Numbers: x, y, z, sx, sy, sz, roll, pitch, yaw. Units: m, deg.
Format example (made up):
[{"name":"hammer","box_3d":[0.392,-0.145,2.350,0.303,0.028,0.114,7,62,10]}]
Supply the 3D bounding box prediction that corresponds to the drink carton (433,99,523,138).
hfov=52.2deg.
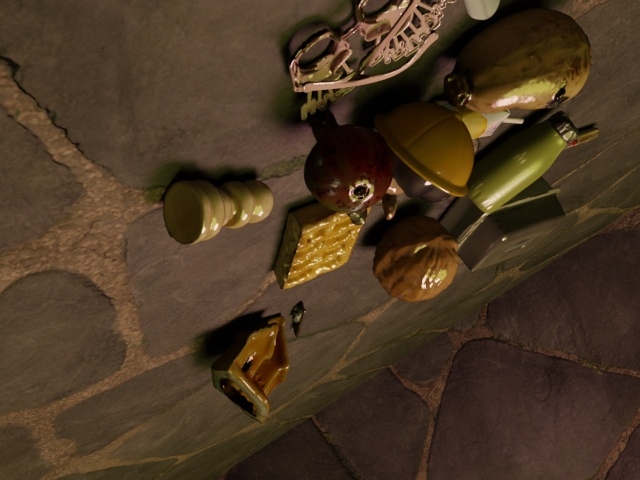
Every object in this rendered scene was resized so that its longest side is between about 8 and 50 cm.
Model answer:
[{"name":"drink carton","box_3d":[0.277,-0.222,1.162,0.199,0.075,0.084,-18,156,-32]}]

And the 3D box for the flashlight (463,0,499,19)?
[{"name":"flashlight","box_3d":[0.187,-0.335,0.811,0.200,0.047,0.093,9,97,-67]}]

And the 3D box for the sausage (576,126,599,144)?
[{"name":"sausage","box_3d":[0.596,-0.240,1.602,0.269,0.033,0.033,-20,156,-27]}]

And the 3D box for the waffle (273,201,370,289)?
[{"name":"waffle","box_3d":[0.000,0.000,1.315,0.167,0.057,0.274,-23,158,-21]}]

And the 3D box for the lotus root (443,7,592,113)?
[{"name":"lotus root","box_3d":[0.315,-0.269,1.001,0.256,0.155,0.140,-23,164,-10]}]

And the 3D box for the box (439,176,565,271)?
[{"name":"box","box_3d":[0.460,-0.053,1.655,0.290,0.166,0.221,-16,155,-30]}]

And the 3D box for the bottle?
[{"name":"bottle","box_3d":[0.436,-0.175,1.424,0.260,0.112,0.112,-39,157,21]}]

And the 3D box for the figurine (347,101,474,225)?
[{"name":"figurine","box_3d":[0.125,-0.127,1.064,0.256,0.167,0.192,-17,175,39]}]

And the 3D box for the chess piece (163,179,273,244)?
[{"name":"chess piece","box_3d":[-0.144,-0.053,0.984,0.170,0.094,0.094,-17,156,-50]}]

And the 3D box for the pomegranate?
[{"name":"pomegranate","box_3d":[0.041,-0.121,0.943,0.129,0.160,0.129,-1,159,0]}]

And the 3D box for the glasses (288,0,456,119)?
[{"name":"glasses","box_3d":[0.072,-0.234,0.844,0.255,0.095,0.162,-32,167,11]}]

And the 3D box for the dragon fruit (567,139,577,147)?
[{"name":"dragon fruit","box_3d":[0.546,-0.238,1.509,0.056,0.060,0.083,-20,-176,-43]}]

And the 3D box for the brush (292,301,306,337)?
[{"name":"brush","box_3d":[-0.064,0.216,1.744,0.027,0.034,0.190,-14,155,-15]}]

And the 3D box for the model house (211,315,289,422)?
[{"name":"model house","box_3d":[-0.146,0.293,1.628,0.239,0.173,0.268,-55,174,-28]}]

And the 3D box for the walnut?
[{"name":"walnut","box_3d":[0.221,0.041,1.505,0.213,0.213,0.213,-26,158,-11]}]
